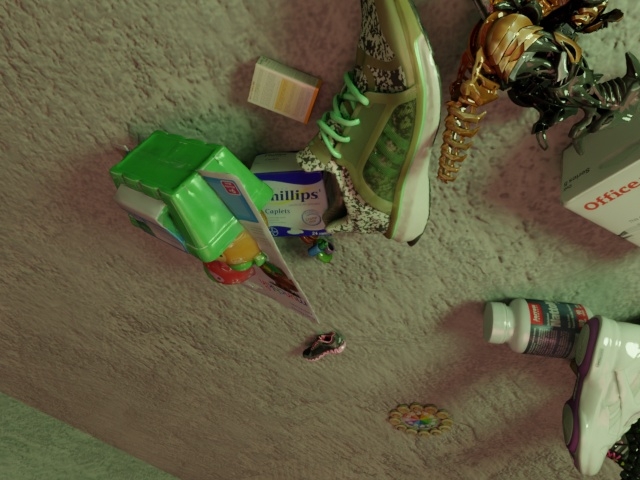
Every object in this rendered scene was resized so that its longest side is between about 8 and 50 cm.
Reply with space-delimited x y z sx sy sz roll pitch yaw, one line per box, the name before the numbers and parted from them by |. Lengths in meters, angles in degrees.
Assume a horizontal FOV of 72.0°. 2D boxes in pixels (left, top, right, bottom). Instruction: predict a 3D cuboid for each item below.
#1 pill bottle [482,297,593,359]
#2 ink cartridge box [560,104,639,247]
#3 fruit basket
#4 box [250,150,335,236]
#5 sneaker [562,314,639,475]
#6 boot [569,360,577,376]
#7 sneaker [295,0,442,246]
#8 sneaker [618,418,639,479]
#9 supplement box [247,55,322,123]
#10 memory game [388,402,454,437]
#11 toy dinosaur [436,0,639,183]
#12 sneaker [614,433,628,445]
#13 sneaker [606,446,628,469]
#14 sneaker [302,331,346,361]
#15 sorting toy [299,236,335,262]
pill bottle | 0.419 0.169 0.860 0.179 0.108 0.108 5 132 8
ink cartridge box | 0.503 -0.075 0.587 0.272 0.115 0.198 25 149 -10
fruit basket | -0.181 -0.001 0.750 0.326 0.165 0.353 21 145 36
box | -0.044 -0.079 0.765 0.126 0.072 0.137 -2 130 13
sneaker | 0.510 0.284 0.754 0.152 0.114 0.306 7 109 17
boot | 0.625 0.236 0.884 0.206 0.090 0.248 -31 148 10
sneaker | 0.053 -0.144 0.602 0.181 0.158 0.411 -11 129 -2
sneaker | 0.684 0.404 0.885 0.146 0.344 0.134 26 163 -30
supplement box | -0.054 -0.225 0.661 0.098 0.036 0.062 20 132 -6
memory game | 0.287 0.517 1.262 0.186 0.012 0.186 6 132 7
toy dinosaur | 0.245 -0.218 0.518 0.218 0.164 0.322 30 124 -13
sneaker | 0.755 0.380 0.982 0.271 0.108 0.100 -12 156 1
sneaker | 0.771 0.553 1.146 0.170 0.075 0.063 1 131 11
sneaker | 0.001 0.253 1.073 0.119 0.047 0.057 -25 115 21
sorting toy | 0.000 0.000 0.833 0.042 0.061 0.102 -29 120 30
